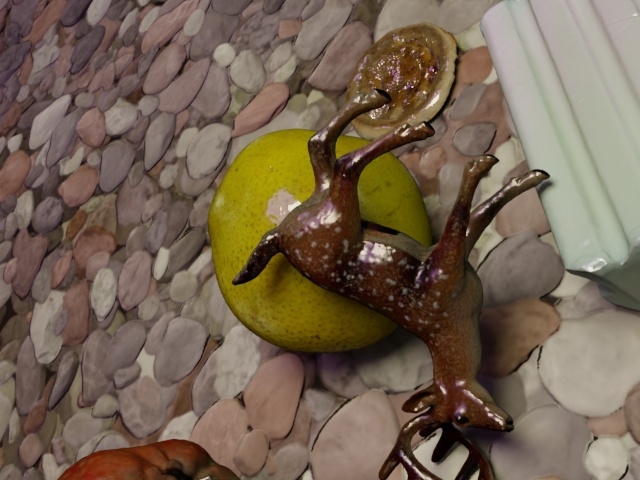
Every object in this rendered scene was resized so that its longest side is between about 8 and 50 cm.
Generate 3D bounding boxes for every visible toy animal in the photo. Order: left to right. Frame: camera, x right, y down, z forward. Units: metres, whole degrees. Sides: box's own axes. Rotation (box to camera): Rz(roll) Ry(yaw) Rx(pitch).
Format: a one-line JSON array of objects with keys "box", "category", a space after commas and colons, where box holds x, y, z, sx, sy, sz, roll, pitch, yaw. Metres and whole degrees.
[{"box": [0.065, 0.045, 0.711, 0.243, 0.087, 0.260, 30, 107, 13], "category": "toy animal"}]

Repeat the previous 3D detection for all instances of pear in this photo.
[{"box": [0.000, 0.001, 0.831, 0.198, 0.198, 0.198, -22, 52, 31], "category": "pear"}]

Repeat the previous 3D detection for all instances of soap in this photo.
[{"box": [0.243, -0.099, 0.733, 0.172, 0.095, 0.290, -31, 47, 26], "category": "soap"}]

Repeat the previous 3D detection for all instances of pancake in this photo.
[{"box": [0.080, -0.161, 0.972, 0.139, 0.022, 0.140, -22, 53, 32], "category": "pancake"}]

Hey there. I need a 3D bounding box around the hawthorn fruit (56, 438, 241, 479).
[{"box": [-0.147, 0.298, 0.773, 0.210, 0.210, 0.262, 41, 108, 47], "category": "hawthorn fruit"}]
